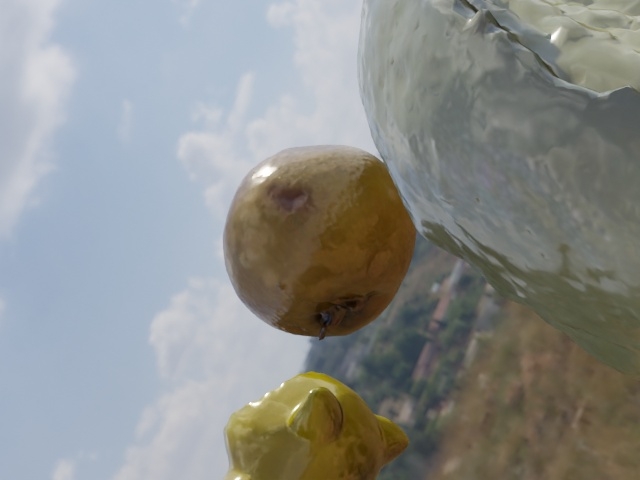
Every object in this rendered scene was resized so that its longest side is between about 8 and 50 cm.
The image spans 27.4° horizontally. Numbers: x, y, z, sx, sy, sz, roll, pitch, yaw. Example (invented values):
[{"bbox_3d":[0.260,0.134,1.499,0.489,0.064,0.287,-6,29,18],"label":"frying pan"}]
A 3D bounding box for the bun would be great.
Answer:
[{"bbox_3d":[0.193,-0.049,0.582,0.364,0.364,0.202,-64,-20,-57],"label":"bun"}]

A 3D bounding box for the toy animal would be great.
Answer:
[{"bbox_3d":[-0.033,0.225,1.113,0.230,0.156,0.156,-58,-2,-2],"label":"toy animal"}]

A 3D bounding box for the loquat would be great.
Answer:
[{"bbox_3d":[0.000,0.000,1.358,0.208,0.208,0.208,24,-90,-88],"label":"loquat"}]
